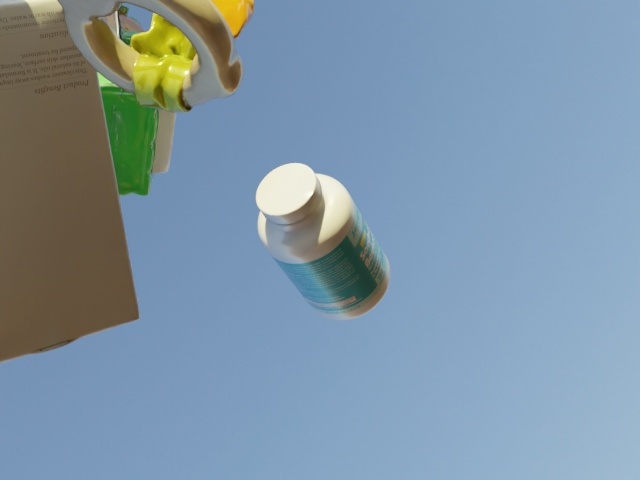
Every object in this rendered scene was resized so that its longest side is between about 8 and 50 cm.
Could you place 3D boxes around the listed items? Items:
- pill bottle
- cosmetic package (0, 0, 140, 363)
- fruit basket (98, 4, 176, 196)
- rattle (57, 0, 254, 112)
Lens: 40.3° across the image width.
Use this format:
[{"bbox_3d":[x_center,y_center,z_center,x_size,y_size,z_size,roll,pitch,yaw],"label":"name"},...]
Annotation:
[{"bbox_3d":[0.000,0.000,1.303,0.146,0.146,0.264,-52,-38,-15],"label":"pill bottle"},{"bbox_3d":[-0.350,-0.072,0.969,0.217,0.156,0.384,-14,-67,-29],"label":"cosmetic package"},{"bbox_3d":[-0.302,-0.244,1.314,0.166,0.353,0.327,5,-51,-12],"label":"fruit basket"},{"bbox_3d":[-0.122,-0.196,0.607,0.199,0.130,0.142,47,-112,-35],"label":"rattle"}]
